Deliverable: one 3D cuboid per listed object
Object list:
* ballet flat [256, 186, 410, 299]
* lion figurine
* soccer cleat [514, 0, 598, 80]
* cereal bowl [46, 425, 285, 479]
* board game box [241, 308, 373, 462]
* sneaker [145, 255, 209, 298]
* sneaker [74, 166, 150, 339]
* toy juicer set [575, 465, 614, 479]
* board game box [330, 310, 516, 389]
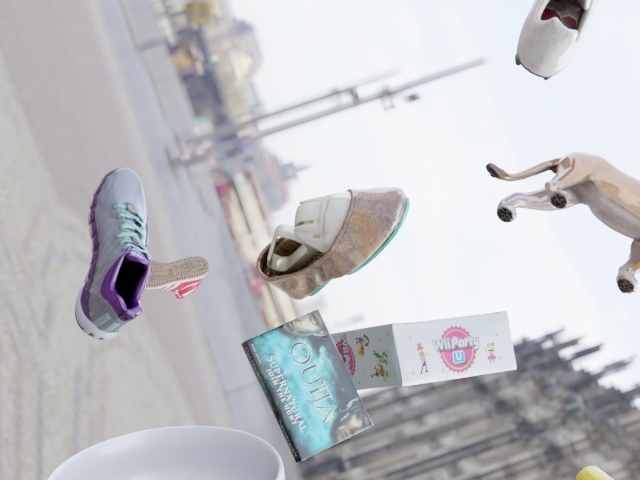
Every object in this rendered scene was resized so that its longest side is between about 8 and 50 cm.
[{"bbox_3d":[0.000,0.000,1.853,0.316,0.106,0.107,-41,-151,55],"label":"ballet flat"},{"bbox_3d":[0.465,-0.053,2.217,0.392,0.240,0.142,38,-43,11],"label":"lion figurine"},{"bbox_3d":[0.408,-0.401,2.302,0.143,0.116,0.331,-57,-171,53],"label":"soccer cleat"},{"bbox_3d":[-0.211,0.387,1.966,0.339,0.339,0.141,-118,-157,-72],"label":"cereal bowl"},{"bbox_3d":[-0.018,0.204,2.023,0.186,0.126,0.026,64,-26,5],"label":"board game box"},{"bbox_3d":[-0.212,0.053,1.917,0.067,0.119,0.042,120,-39,-62],"label":"sneaker"},{"bbox_3d":[-0.226,0.007,1.700,0.083,0.098,0.223,22,59,-35],"label":"sneaker"},{"bbox_3d":[0.473,0.574,2.591,0.089,0.209,0.329,51,-13,52],"label":"toy juicer set"},{"bbox_3d":[0.115,0.178,2.202,0.303,0.224,0.097,-17,-101,55],"label":"board game box"}]
